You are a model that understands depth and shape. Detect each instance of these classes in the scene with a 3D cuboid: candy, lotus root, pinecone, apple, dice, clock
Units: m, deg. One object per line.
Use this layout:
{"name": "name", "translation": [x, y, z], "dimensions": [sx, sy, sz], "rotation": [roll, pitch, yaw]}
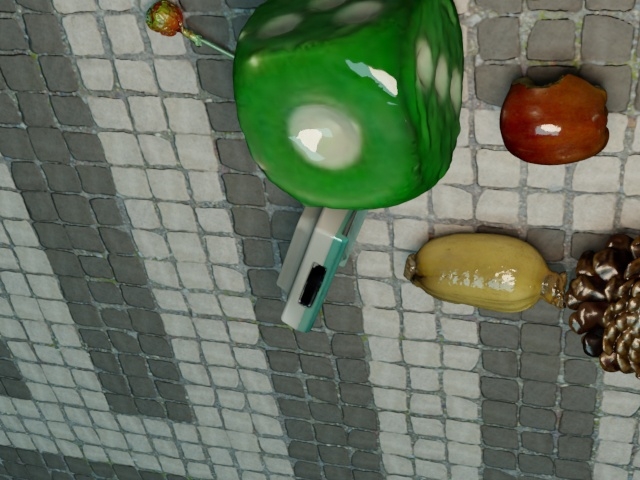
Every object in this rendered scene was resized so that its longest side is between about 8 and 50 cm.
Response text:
{"name": "candy", "translation": [-0.207, -0.350, 1.532], "dimensions": [0.200, 0.061, 0.060], "rotation": [28, 134, -15]}
{"name": "lotus root", "translation": [0.304, 0.055, 1.632], "dimensions": [0.303, 0.131, 0.146], "rotation": [8, 156, 17]}
{"name": "pinecone", "translation": [0.535, 0.103, 1.514], "dimensions": [0.264, 0.264, 0.264], "rotation": [11, 132, 12]}
{"name": "apple", "translation": [0.367, -0.185, 1.378], "dimensions": [0.158, 0.147, 0.156], "rotation": [11, 160, 27]}
{"name": "dice", "translation": [0.054, -0.238, 1.356], "dimensions": [0.286, 0.300, 0.297], "rotation": [0, 131, 25]}
{"name": "clock", "translation": [0.000, 0.000, 1.631], "dimensions": [0.116, 0.231, 0.262], "rotation": [24, 134, 4]}
